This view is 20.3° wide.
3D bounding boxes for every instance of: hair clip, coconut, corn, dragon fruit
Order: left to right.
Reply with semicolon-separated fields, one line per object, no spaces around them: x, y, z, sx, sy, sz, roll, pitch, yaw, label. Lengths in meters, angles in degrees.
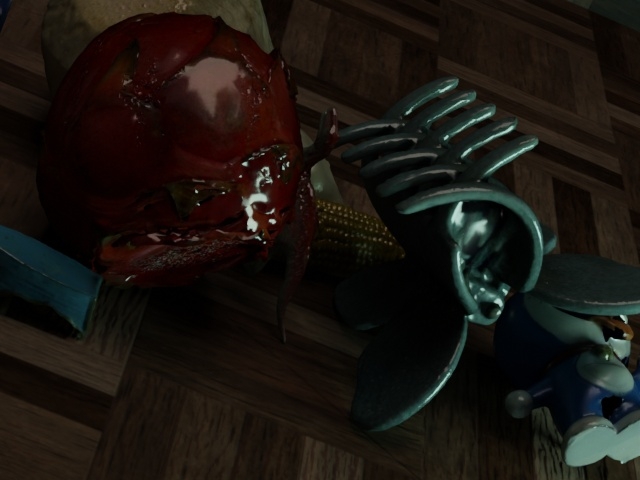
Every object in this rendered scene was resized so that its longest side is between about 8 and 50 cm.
-0.200;-0.218;2.203;0.328;0.329;0.329;20;25;-10;coconut
-0.155;-0.094;1.923;0.295;0.295;0.302;18;65;-15;dragon fruit
0.002;-0.004;2.171;0.260;0.091;0.091;16;36;-29;corn
0.150;-0.016;1.995;0.392;0.238;0.318;-22;26;-8;hair clip

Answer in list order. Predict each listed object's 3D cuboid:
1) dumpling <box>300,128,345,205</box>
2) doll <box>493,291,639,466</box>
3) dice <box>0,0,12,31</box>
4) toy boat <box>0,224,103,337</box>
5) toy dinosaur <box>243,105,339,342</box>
-0.053;-0.068;2.242;0.134;0.100;0.169;-28;96;-26;dumpling
0.296;0.147;2.068;0.215;0.161;0.257;2;34;-23;doll
-0.468;-0.302;2.254;0.143;0.146;0.146;21;24;-14;dice
-0.315;0.040;1.835;0.185;0.077;0.075;28;23;-16;toy boat
-0.028;-0.013;2.004;0.053;0.167;0.242;13;66;-36;toy dinosaur
